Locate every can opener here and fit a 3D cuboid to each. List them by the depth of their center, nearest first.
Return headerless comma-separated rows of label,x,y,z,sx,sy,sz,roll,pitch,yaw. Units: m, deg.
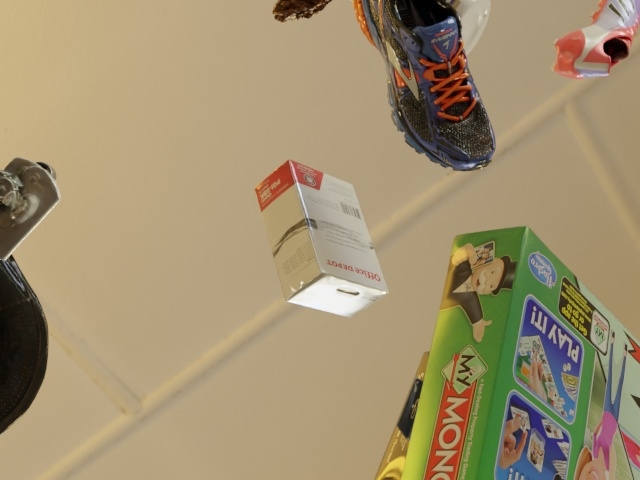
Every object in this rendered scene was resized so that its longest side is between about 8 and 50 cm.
can opener,-0.413,0.021,1.104,0.076,0.095,0.283,42,-91,1

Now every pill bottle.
pill bottle,0.134,-0.337,1.322,0.187,0.112,0.112,35,-80,21

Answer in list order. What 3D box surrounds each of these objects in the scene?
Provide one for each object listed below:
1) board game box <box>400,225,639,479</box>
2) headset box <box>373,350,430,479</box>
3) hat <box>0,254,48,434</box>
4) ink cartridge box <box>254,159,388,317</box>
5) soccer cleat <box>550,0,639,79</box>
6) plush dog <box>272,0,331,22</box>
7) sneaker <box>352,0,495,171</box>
board game box,0.156,0.164,0.508,0.317,0.046,0.213,38,-125,-36
headset box,0.206,0.289,1.202,0.293,0.110,0.218,44,-127,-25
hat,-0.531,0.137,1.252,0.331,0.134,0.331,7,-110,-18
ink cartridge box,0.000,0.000,0.918,0.056,0.135,0.099,-37,-37,30
soccer cleat,0.434,-0.303,1.392,0.248,0.095,0.083,-37,-45,-38
plush dog,-0.013,-0.424,1.260,0.211,0.225,0.262,-17,-26,-50
sneaker,0.099,-0.165,0.856,0.083,0.087,0.221,-27,-92,-19
